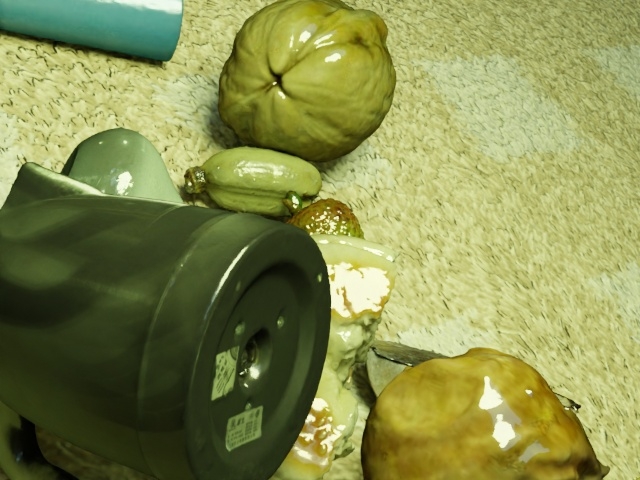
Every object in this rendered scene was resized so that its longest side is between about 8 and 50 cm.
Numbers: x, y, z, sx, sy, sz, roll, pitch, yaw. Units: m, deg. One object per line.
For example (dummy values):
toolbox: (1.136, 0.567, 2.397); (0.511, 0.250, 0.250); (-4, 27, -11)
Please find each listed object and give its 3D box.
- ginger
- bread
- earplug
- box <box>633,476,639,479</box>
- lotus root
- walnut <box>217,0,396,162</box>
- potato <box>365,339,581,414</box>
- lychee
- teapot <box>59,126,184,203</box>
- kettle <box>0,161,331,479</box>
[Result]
ginger: (0.138, 0.238, 0.920); (0.223, 0.269, 0.200); (37, 5, 36)
bread: (-0.044, 0.137, 0.937); (0.192, 0.171, 0.314); (15, 64, -3)
earplug: (-0.338, -0.331, 1.267); (0.273, 0.132, 0.132); (3, 49, -22)
box: (0.397, 0.353, 1.091); (0.235, 0.034, 0.132); (-10, 56, -36)
lotus root: (-0.088, -0.078, 1.188); (0.183, 0.090, 0.077); (5, 43, -16)
walnut: (-0.019, -0.218, 1.241); (0.283, 0.283, 0.227); (-31, 89, -44)
potato: (0.162, 0.198, 1.090); (0.261, 0.100, 0.120); (16, 2, 4)
lychee: (0.000, 0.000, 1.150); (0.146, 0.114, 0.114); (52, 43, -6)
teapot: (-0.178, -0.006, 1.023); (0.250, 0.183, 0.183); (27, 41, -21)
kettle: (-0.187, 0.107, 0.794); (0.324, 0.321, 0.228); (12, 15, 25)
